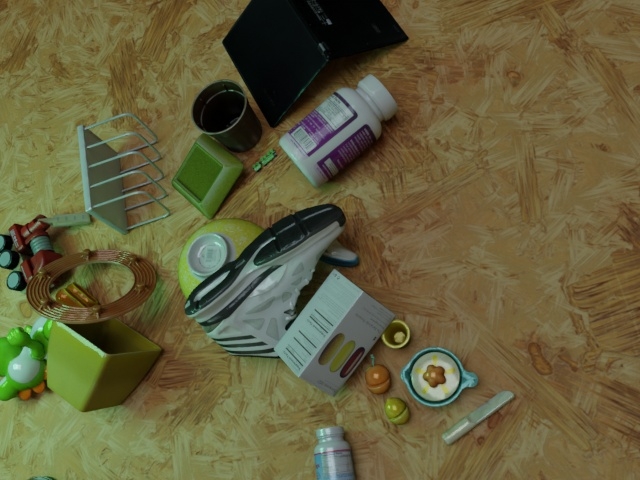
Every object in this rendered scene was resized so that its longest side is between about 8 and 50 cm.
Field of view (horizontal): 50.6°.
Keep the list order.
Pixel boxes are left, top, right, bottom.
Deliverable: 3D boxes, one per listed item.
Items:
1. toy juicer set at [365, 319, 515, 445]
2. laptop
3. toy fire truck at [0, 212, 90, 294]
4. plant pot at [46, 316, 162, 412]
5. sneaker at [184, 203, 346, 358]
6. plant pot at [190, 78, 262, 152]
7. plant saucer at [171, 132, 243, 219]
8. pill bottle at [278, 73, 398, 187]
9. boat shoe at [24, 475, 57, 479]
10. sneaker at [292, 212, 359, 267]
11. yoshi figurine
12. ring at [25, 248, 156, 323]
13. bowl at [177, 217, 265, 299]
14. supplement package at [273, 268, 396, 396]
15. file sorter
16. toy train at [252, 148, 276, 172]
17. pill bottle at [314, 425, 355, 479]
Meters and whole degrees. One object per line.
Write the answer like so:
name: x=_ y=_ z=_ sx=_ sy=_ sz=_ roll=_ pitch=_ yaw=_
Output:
toy juicer set: x=0.242 y=0.342 z=1.537 sx=0.329 sy=0.089 sz=0.209 roll=31 pitch=83 yaw=25
laptop: x=-0.030 y=-0.594 z=1.998 sx=0.408 sy=0.236 sz=0.382 roll=-20 pitch=63 yaw=-20
toy fire truck: x=-0.798 y=0.017 z=1.986 sx=0.246 sy=0.158 sz=0.217 roll=-40 pitch=63 yaw=13
plant pot: x=-0.585 y=0.325 z=1.768 sx=0.212 sy=0.212 sz=0.187 roll=26 pitch=97 yaw=25
sneaker: x=-0.084 y=0.117 z=1.665 sx=0.447 sy=0.257 sz=0.169 roll=-36 pitch=24 yaw=3
plant pot: x=-0.252 y=-0.338 z=1.901 sx=0.167 sy=0.165 sz=0.167 roll=-6 pitch=71 yaw=16
plant saucer: x=-0.334 y=-0.187 z=1.914 sx=0.188 sy=0.045 sz=0.188 roll=40 pitch=103 yaw=25
pill bottle: x=0.052 y=-0.293 z=1.781 sx=0.301 sy=0.169 sz=0.169 roll=-39 pitch=64 yaw=2
boat shoe: x=-0.645 y=0.694 z=1.704 sx=0.302 sy=0.103 sz=0.113 roll=18 pitch=78 yaw=23
sneaker: x=0.000 y=0.000 z=1.742 sx=0.228 sy=0.087 sz=0.092 roll=22 pitch=78 yaw=22
yoshi figurine: x=-0.800 y=0.268 z=1.870 sx=0.362 sy=0.203 sz=0.203 roll=-50 pitch=49 yaw=0
ring: x=-0.613 y=0.109 z=1.817 sx=0.336 sy=0.032 sz=0.336 roll=2 pitch=31 yaw=-1
bowl: x=-0.263 y=0.057 z=1.771 sx=0.289 sy=0.156 sz=0.289 roll=-6 pitch=69 yaw=16
supplement package: x=0.033 y=0.218 z=1.597 sx=0.244 sy=0.139 sz=0.134 roll=-53 pitch=37 yaw=0
file sorter: x=-0.557 y=-0.196 z=1.941 sx=0.173 sy=0.193 sz=0.278 roll=-18 pitch=67 yaw=9
toy train: x=-0.157 y=-0.225 z=1.911 sx=0.083 sy=0.017 sz=0.024 roll=-41 pitch=74 yaw=1
pill bottle: x=0.032 y=0.513 z=1.549 sx=0.087 sy=0.087 sz=0.160 roll=-14 pitch=67 yaw=14
